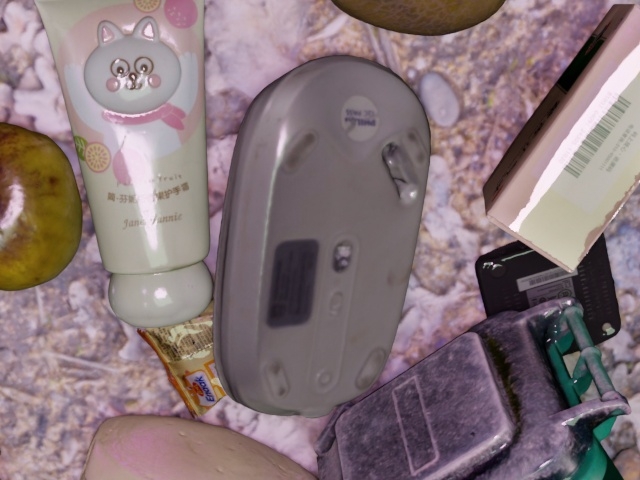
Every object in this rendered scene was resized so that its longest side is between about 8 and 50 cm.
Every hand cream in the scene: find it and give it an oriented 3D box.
[{"bbox_3d":[-0.153,-0.079,1.259,0.147,0.093,0.306,-8,100,-6],"label":"hand cream"}]

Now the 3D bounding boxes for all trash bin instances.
[{"bbox_3d":[0.208,0.274,1.341,0.295,0.259,0.381,-35,117,12],"label":"trash bin"}]

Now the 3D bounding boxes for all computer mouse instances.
[{"bbox_3d":[-0.003,-0.002,1.292,0.197,0.095,0.331,1,109,-29],"label":"computer mouse"}]

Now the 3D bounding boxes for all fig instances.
[{"bbox_3d":[-0.269,-0.028,1.230,0.136,0.121,0.153,-24,111,5],"label":"fig"}]

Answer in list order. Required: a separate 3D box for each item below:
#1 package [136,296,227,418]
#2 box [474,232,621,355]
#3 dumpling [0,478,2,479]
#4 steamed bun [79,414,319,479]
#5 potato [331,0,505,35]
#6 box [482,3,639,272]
[{"bbox_3d":[-0.092,0.098,1.349,0.120,0.031,0.108,-27,111,2],"label":"package"},{"bbox_3d":[0.218,0.055,1.385,0.126,0.027,0.125,-18,111,-2],"label":"box"},{"bbox_3d":[-0.346,0.246,1.324,0.127,0.108,0.188,-31,111,-14],"label":"dumpling"},{"bbox_3d":[-0.113,0.269,1.339,0.238,0.152,0.170,19,106,-12],"label":"steamed bun"},{"bbox_3d":[0.063,-0.264,1.186,0.174,0.159,0.251,-33,122,28],"label":"potato"},{"bbox_3d":[0.236,-0.092,1.254,0.095,0.168,0.212,34,100,-3],"label":"box"}]
